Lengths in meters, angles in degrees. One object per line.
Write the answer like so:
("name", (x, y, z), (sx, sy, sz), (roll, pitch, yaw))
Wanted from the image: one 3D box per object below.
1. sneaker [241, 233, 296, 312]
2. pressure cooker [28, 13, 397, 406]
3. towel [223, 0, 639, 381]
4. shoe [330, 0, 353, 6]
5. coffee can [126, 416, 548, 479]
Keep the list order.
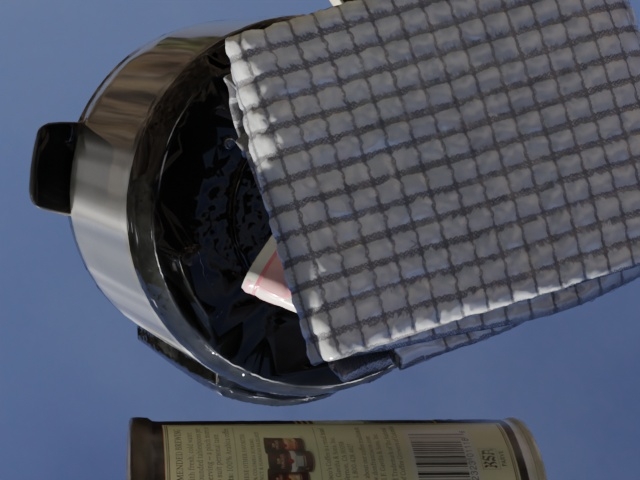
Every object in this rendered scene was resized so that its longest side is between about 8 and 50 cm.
("sneaker", (0.000, 0.000, 1.247), (0.070, 0.051, 0.134), (29, -113, 7))
("pressure cooker", (-0.062, -0.049, 1.630), (0.375, 0.370, 0.420), (-42, -160, -12))
("towel", (0.091, -0.053, 1.061), (0.284, 0.235, 0.121), (-18, 178, -9))
("shoe", (0.016, -0.250, 1.225), (0.076, 0.219, 0.058), (-17, -160, 20))
("coffee can", (0.004, 0.223, 1.097), (0.275, 0.201, 0.201), (1, -159, -8))
